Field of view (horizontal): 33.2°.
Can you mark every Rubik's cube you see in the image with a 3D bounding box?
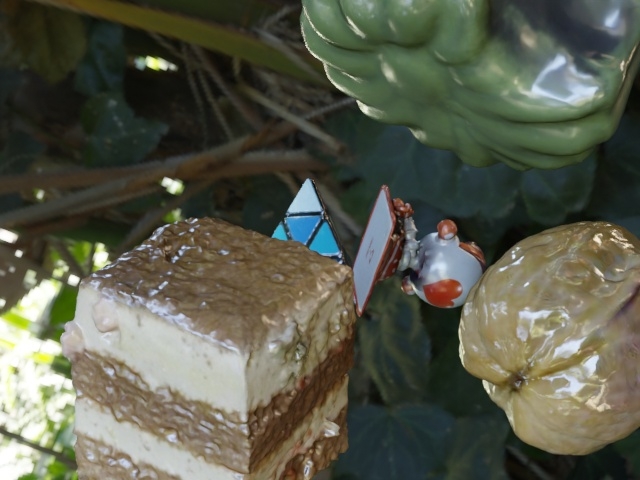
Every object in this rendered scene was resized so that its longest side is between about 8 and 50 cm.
[{"bbox_3d":[0.000,0.000,1.993,0.250,0.284,0.234,-177,84,-66],"label":"Rubik's cube"}]

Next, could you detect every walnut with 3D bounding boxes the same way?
[{"bbox_3d":[0.371,0.127,1.525,0.344,0.306,0.306,-29,-3,-32],"label":"walnut"}]

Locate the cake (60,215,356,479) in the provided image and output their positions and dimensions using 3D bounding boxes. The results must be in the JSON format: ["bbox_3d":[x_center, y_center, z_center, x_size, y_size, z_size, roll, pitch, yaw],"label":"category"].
[{"bbox_3d":[-0.120,0.156,1.256,0.255,0.282,0.290,-39,-38,-51],"label":"cake"}]

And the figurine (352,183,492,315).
[{"bbox_3d":[0.188,0.040,1.756,0.160,0.226,0.184,-94,21,-61],"label":"figurine"}]

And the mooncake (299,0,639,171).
[{"bbox_3d":[0.145,-0.211,1.093,0.187,0.351,0.351,-67,18,-11],"label":"mooncake"}]
